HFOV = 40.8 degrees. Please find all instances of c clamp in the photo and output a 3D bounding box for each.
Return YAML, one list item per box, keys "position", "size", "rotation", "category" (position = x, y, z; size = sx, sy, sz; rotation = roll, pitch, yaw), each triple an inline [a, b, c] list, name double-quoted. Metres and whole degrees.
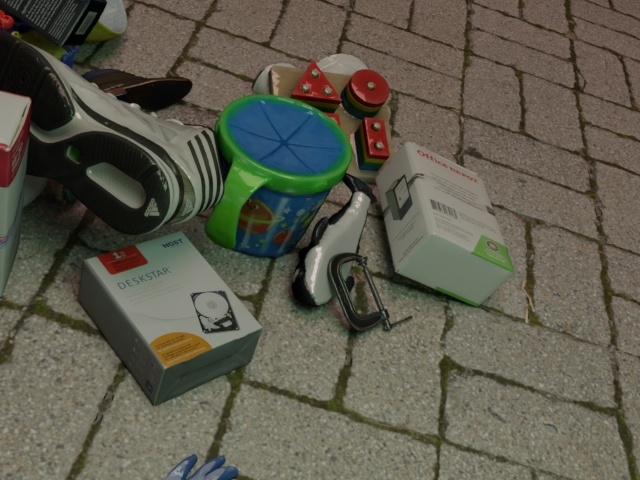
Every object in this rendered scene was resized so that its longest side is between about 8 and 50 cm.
- position: [0.077, 0.089, 1.480]
  size: [0.137, 0.022, 0.161]
  rotation: [-25, 88, -41]
  category: "c clamp"

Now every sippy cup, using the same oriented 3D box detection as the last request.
- position: [-0.087, -0.099, 1.510]
  size: [0.305, 0.224, 0.240]
  rotation: [-8, 49, -30]
  category: "sippy cup"

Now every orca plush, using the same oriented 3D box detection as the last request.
- position: [0.000, 0.000, 1.531]
  size: [0.102, 0.151, 0.287]
  rotation: [-2, 57, 32]
  category: "orca plush"

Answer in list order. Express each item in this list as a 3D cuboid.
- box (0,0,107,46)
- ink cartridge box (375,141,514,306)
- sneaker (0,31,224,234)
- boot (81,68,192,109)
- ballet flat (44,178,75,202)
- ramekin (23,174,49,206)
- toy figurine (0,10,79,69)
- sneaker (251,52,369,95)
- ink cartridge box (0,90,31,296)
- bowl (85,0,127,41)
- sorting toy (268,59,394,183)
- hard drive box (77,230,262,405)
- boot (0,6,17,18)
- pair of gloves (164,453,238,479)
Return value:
- position: [-0.522, -0.462, 1.598]
  size: [0.207, 0.108, 0.153]
  rotation: [34, 10, -8]
  category: "box"
- position: [0.229, -0.035, 1.627]
  size: [0.198, 0.115, 0.273]
  rotation: [23, 36, -25]
  category: "ink cartridge box"
- position: [-0.339, -0.167, 1.371]
  size: [0.447, 0.169, 0.257]
  rotation: [39, 21, 18]
  category: "sneaker"
- position: [-0.373, -0.319, 1.742]
  size: [0.219, 0.082, 0.106]
  rotation: [-20, 57, -36]
  category: "boot"
- position: [-0.426, -0.140, 1.534]
  size: [0.067, 0.073, 0.206]
  rotation: [13, 35, 13]
  category: "ballet flat"
- position: [-0.556, -0.142, 1.410]
  size: [0.207, 0.109, 0.207]
  rotation: [3, 45, -3]
  category: "ramekin"
- position: [-0.537, -0.361, 1.646]
  size: [0.362, 0.191, 0.217]
  rotation: [42, 39, 21]
  category: "toy figurine"
- position: [-0.006, -0.331, 1.918]
  size: [0.297, 0.111, 0.129]
  rotation: [-18, 65, -29]
  category: "sneaker"
- position: [-0.543, -0.076, 1.223]
  size: [0.226, 0.306, 0.131]
  rotation: [10, 42, -12]
  category: "ink cartridge box"
- position: [-0.555, -0.532, 1.816]
  size: [0.156, 0.289, 0.289]
  rotation: [-24, 44, 12]
  category: "bowl"
- position: [0.035, -0.257, 1.780]
  size: [0.257, 0.089, 0.256]
  rotation: [3, 63, -20]
  category: "sorting toy"
- position: [-0.233, 0.111, 1.319]
  size: [0.181, 0.089, 0.232]
  rotation: [-20, 55, -39]
  category: "hard drive box"
- position: [-0.697, -0.508, 1.847]
  size: [0.114, 0.037, 0.106]
  rotation: [-17, 59, -36]
  category: "boot"
- position: [-0.140, 0.371, 1.123]
  size: [0.159, 0.023, 0.198]
  rotation: [-24, 56, -38]
  category: "pair of gloves"
